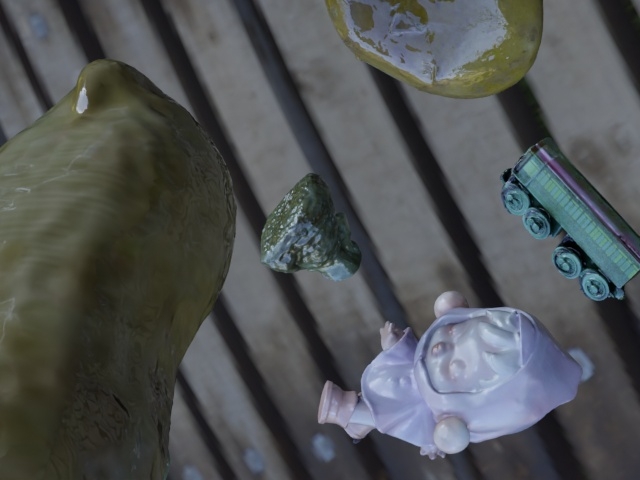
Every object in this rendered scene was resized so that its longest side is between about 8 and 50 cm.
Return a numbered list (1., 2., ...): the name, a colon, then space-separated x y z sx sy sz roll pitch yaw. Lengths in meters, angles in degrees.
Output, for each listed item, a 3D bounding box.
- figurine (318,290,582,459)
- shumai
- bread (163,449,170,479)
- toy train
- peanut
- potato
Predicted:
1. figurine: 0.131 0.151 1.704 0.276 0.200 0.133 -17 134 24
2. shumai: 0.000 0.000 1.286 0.080 0.083 0.082 31 149 -16
3. bread: -0.160 0.024 0.818 0.267 0.040 0.267 50 177 3
4. toy train: 0.212 -0.014 1.368 0.148 0.038 0.071 49 123 11
5. peanut: -0.079 0.034 0.440 0.099 0.214 0.099 6 137 6
6. potato: 0.075 -0.176 1.139 0.176 0.137 0.137 39 133 20
